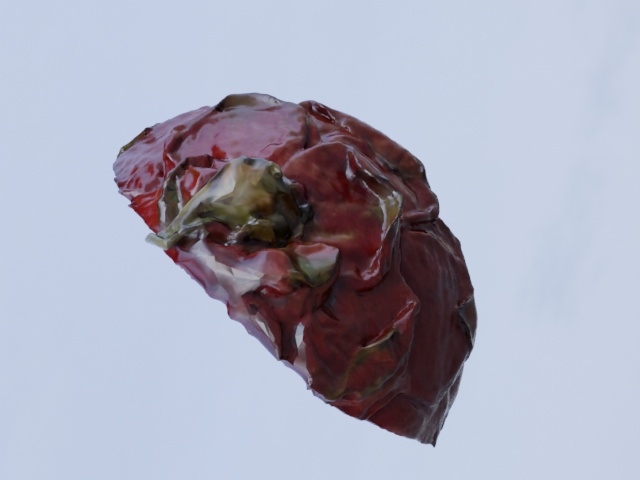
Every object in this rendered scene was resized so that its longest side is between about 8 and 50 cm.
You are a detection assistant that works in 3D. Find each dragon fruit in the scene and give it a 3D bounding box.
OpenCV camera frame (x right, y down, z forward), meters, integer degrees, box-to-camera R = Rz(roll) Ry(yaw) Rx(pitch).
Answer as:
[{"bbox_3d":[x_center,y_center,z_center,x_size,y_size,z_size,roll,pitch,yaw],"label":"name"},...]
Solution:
[{"bbox_3d":[0.000,0.000,0.693,0.083,0.162,0.106,-46,-5,10],"label":"dragon fruit"}]
